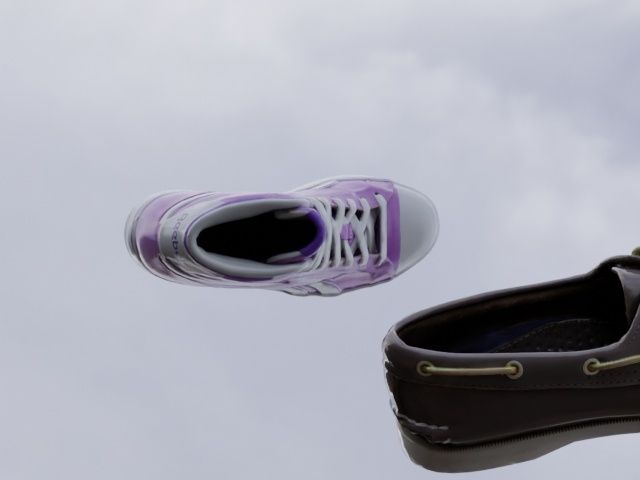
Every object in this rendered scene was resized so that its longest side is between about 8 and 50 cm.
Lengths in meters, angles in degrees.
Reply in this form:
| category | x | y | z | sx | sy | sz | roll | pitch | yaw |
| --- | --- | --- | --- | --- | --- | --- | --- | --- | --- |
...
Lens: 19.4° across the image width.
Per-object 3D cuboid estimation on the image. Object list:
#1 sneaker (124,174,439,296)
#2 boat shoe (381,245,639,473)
| category | x | y | z | sx | sy | sz | roll | pitch | yaw |
| --- | --- | --- | --- | --- | --- | --- | --- | --- | --- |
| sneaker | 0.000 | 0.001 | 1.515 | 0.161 | 0.282 | 0.102 | 0 | -84 | 61 |
| boat shoe | 0.201 | 0.062 | 1.236 | 0.324 | 0.116 | 0.097 | -14 | -56 | 2 |
